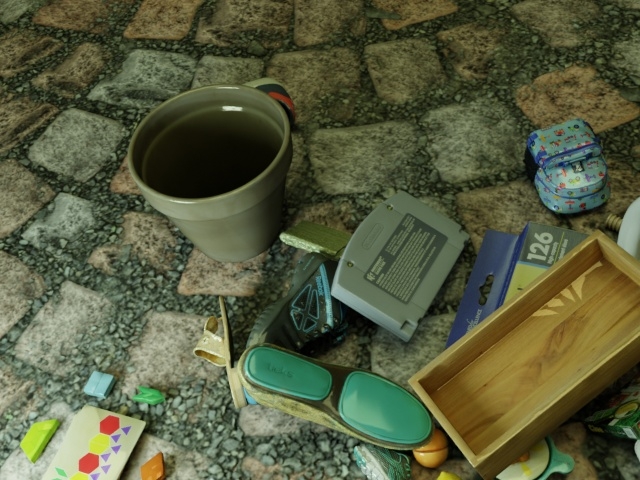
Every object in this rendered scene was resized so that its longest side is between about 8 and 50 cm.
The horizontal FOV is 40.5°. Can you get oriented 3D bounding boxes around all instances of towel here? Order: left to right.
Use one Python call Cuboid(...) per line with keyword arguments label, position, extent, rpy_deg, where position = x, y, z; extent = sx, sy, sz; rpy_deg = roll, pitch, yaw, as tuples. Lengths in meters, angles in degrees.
Cuboid(label="towel", position=(0.000, 0.000, 1.789), extent=(0.148, 0.027, 0.110), rpy_deg=(19, 26, 21))

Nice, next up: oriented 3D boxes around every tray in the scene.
Cuboid(label="tray", position=(0.365, 0.181, 1.409), extent=(0.411, 0.076, 0.203), rpy_deg=(-38, 43, -1))

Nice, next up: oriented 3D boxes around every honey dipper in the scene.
Cuboid(label="honey dipper", position=(0.639, -0.008, 1.705), extent=(0.161, 0.030, 0.030), rpy_deg=(28, 61, 27))

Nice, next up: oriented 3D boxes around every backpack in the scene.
Cuboid(label="backpack", position=(0.514, -0.146, 1.786), extent=(0.158, 0.117, 0.173), rpy_deg=(-13, 53, 0))

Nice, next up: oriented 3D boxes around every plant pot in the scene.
Cuboid(label="plant pot", position=(-0.198, -0.108, 1.774), extent=(0.323, 0.280, 0.323), rpy_deg=(-5, 50, 6))

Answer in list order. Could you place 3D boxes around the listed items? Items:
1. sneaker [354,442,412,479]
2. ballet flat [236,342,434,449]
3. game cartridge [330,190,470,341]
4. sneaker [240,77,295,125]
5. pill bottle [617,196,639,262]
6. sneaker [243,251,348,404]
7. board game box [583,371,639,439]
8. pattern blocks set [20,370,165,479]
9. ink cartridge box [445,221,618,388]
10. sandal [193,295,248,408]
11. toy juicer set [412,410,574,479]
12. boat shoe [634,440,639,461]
Cuboid(label="sneaker", position=(0.128, 0.391, 1.450), extent=(0.076, 0.065, 0.166), rpy_deg=(-29, 53, -18))
Cuboid(label="ballet flat", position=(0.022, 0.271, 1.487), extent=(0.348, 0.123, 0.123), rpy_deg=(20, 55, 0))
Cuboid(label="game cartridge", position=(0.150, 0.038, 1.679), extent=(0.198, 0.062, 0.297), rpy_deg=(30, 52, 10))
Cuboid(label="sneaker", position=(-0.219, -0.264, 2.002), extent=(0.350, 0.131, 0.148), rpy_deg=(-26, 47, -11))
Cuboid(label="pill bottle", position=(0.749, 0.032, 1.501), extent=(0.408, 0.229, 0.229), rpy_deg=(1, 50, -6))
Cuboid(label="sneaker", position=(-0.030, 0.164, 1.623), extent=(0.140, 0.125, 0.341), rpy_deg=(18, 57, 21))
Cuboid(label="board game box", position=(0.573, 0.240, 1.456), extent=(0.260, 0.136, 0.030), rpy_deg=(-35, 96, -18))
Cuboid(label="pattern blocks set", position=(-0.411, 0.394, 1.566), extent=(0.285, 0.026, 0.325), rpy_deg=(18, 56, 23))
Cuboid(label="ink cartridge box", position=(0.424, 0.103, 1.630), extent=(0.307, 0.072, 0.303), rpy_deg=(14, 55, 18))
Cuboid(label="sandal", position=(-0.200, 0.211, 1.640), extent=(0.079, 0.088, 0.240), rpy_deg=(-14, 56, -5))
Cuboid(label="toy juicer set", position=(0.293, 0.374, 1.416), extent=(0.209, 0.089, 0.329), rpy_deg=(-39, 56, -21))
Cuboid(label="boat shoe", position=(0.617, 0.285, 1.433), extent=(0.277, 0.098, 0.096), rpy_deg=(-24, 37, -16))
